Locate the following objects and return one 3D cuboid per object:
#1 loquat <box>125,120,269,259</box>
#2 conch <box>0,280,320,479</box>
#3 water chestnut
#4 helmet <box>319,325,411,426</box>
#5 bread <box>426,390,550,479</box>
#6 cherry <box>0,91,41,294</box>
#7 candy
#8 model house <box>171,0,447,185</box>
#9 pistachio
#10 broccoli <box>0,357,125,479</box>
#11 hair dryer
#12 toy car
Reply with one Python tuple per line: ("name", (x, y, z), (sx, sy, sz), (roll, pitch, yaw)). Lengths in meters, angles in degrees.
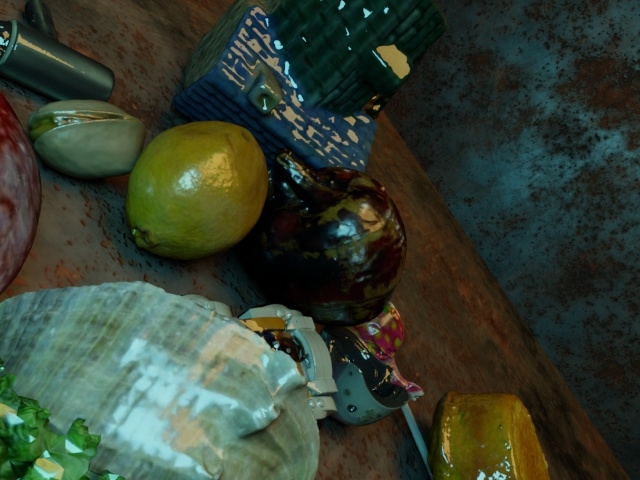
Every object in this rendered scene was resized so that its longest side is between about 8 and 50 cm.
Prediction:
("loquat", (-0.164, -0.070, 0.820), (0.176, 0.187, 0.234), (46, 46, -4))
("conch", (-0.144, 0.188, 0.440), (0.352, 0.297, 0.210), (23, 26, -11))
("water chestnut", (0.000, 0.000, 0.938), (0.244, 0.289, 0.289), (19, 39, -30))
("helmet", (0.044, 0.224, 0.943), (0.153, 0.107, 0.177), (31, 11, -33))
("bread", (0.301, 0.407, 1.048), (0.312, 0.172, 0.312), (49, 32, -45))
("cherry", (-0.322, -0.044, 0.496), (0.175, 0.192, 0.250), (-14, 62, -39))
("candy", (0.141, 0.275, 1.088), (0.124, 0.124, 0.365), (-8, 72, -64))
("model house", (0.009, -0.300, 1.102), (0.395, 0.445, 0.400), (41, 17, -24))
("pistachio", (-0.299, -0.131, 0.766), (0.149, 0.113, 0.113), (-8, 64, -59))
("broccoli", (-0.276, 0.141, 0.207), (0.413, 0.321, 0.310), (45, -5, -15))
("hair dryer", (-0.417, -0.300, 0.846), (0.195, 0.078, 0.248), (24, 28, -49))
("toy car", (-0.099, 0.162, 0.739), (0.301, 0.118, 0.193), (19, 43, -52))
